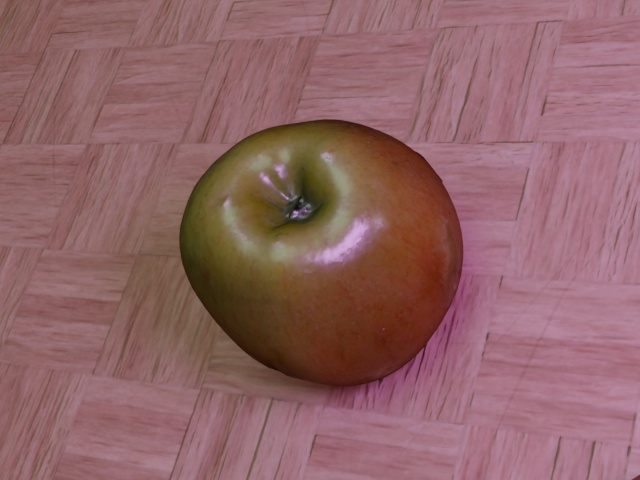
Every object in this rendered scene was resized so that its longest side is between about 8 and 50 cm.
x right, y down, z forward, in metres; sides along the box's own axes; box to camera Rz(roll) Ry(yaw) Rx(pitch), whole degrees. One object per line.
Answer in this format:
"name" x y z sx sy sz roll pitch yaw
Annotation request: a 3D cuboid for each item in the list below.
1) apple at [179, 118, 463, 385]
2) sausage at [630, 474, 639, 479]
"apple" 0.000 0.000 1.473 0.339 0.305 0.338 -15 53 22
"sausage" 0.327 0.313 1.204 0.258 0.133 0.133 -36 50 6
